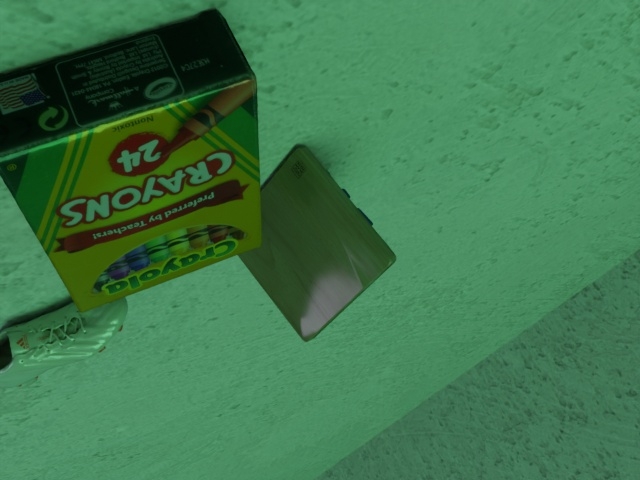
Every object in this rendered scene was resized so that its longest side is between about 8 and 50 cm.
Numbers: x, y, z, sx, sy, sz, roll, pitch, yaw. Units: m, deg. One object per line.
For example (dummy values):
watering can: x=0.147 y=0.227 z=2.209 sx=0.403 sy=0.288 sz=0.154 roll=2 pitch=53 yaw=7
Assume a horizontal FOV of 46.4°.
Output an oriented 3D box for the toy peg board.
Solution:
toy peg board: x=0.000 y=0.000 z=0.854 sx=0.161 sy=0.161 sz=0.079 roll=-47 pitch=166 yaw=34

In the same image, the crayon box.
crayon box: x=-0.159 y=-0.042 z=0.689 sx=0.202 sy=0.081 sz=0.319 roll=-22 pitch=154 yaw=-14

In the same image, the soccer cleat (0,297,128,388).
soccer cleat: x=-0.311 y=0.113 z=0.852 sx=0.196 sy=0.068 sz=0.076 roll=-29 pitch=152 yaw=10
